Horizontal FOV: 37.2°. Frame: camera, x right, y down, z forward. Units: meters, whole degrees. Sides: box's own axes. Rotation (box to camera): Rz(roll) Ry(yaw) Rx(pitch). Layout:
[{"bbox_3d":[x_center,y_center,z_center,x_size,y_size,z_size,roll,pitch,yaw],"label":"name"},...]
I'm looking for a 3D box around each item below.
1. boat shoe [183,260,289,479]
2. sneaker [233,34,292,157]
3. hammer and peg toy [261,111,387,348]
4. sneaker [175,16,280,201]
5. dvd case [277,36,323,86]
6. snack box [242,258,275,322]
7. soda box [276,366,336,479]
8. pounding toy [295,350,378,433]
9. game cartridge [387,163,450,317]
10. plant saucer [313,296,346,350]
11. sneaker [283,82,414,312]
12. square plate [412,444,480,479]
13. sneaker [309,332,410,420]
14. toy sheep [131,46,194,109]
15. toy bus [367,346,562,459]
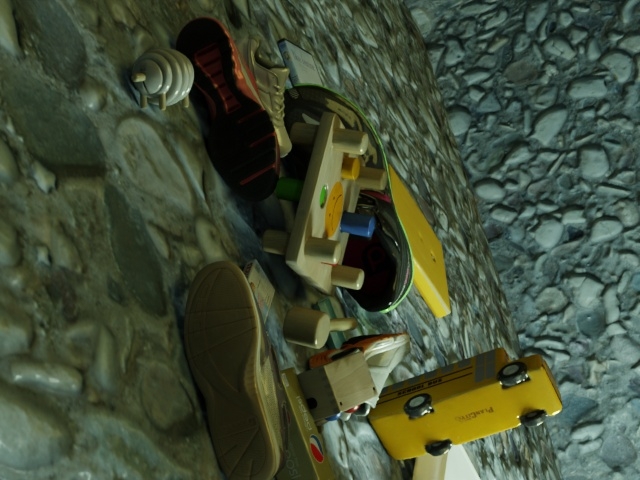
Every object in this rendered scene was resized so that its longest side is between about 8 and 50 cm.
[{"bbox_3d":[-0.102,0.169,1.221,0.092,0.103,0.285,25,49,-71],"label":"boat shoe"},{"bbox_3d":[-0.098,-0.260,1.700,0.232,0.115,0.090,62,19,-17],"label":"sneaker"},{"bbox_3d":[0.000,0.000,1.568,0.266,0.127,0.361,45,57,-70],"label":"hammer and peg toy"},{"bbox_3d":[-0.128,-0.215,1.569,0.136,0.116,0.314,3,67,-74],"label":"sneaker"},{"bbox_3d":[-0.016,-0.326,2.163,0.253,0.022,0.180,70,18,8],"label":"dvd case"},{"bbox_3d":[-0.104,0.097,1.412,0.064,0.022,0.178,61,19,-21],"label":"snack box"},{"bbox_3d":[-0.041,0.272,1.319,0.181,0.061,0.058,70,18,8],"label":"soda box"},{"bbox_3d":[0.002,0.238,1.408,0.130,0.141,0.100,-10,77,-57],"label":"pounding toy"},{"bbox_3d":[0.238,0.000,2.467,0.324,0.052,0.285,52,23,-32],"label":"game cartridge"},{"bbox_3d":[0.034,0.195,1.696,0.192,0.018,0.067,67,19,2],"label":"plant saucer"},{"bbox_3d":[0.053,-0.080,1.813,0.483,0.185,0.202,63,15,-11],"label":"sneaker"},{"bbox_3d":[0.269,0.543,1.834,0.344,0.049,0.347,60,27,-24],"label":"square plate"},{"bbox_3d":[0.074,0.232,1.633,0.262,0.099,0.121,-14,95,-53],"label":"sneaker"},{"bbox_3d":[-0.226,-0.232,1.360,0.091,0.091,0.132,66,23,-3],"label":"toy sheep"},{"bbox_3d":[0.255,0.288,1.704,0.108,0.332,0.130,61,20,-18],"label":"toy bus"}]
